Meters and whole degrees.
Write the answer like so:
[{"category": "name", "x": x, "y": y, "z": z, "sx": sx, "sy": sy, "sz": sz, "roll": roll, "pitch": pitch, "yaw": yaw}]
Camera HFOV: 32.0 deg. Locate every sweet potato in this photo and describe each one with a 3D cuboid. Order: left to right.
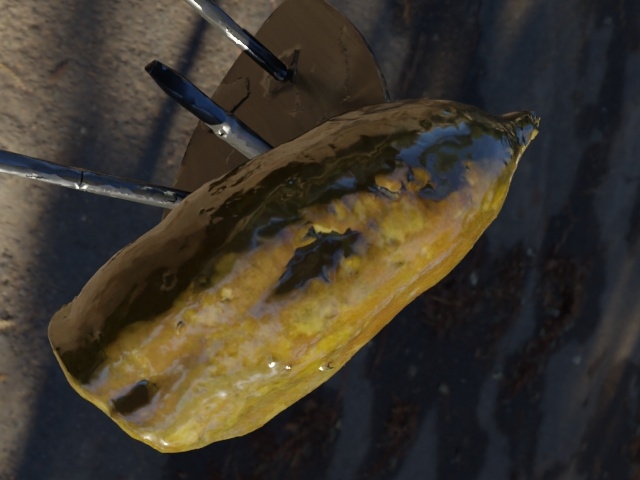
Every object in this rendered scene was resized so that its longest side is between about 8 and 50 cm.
[{"category": "sweet potato", "x": 0.000, "y": 0.000, "z": 0.758, "sx": 0.370, "sy": 0.158, "sz": 0.158, "roll": -37, "pitch": 143, "yaw": -4}]

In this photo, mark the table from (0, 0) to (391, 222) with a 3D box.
[{"category": "table", "x": -0.137, "y": -0.108, "z": 0.984, "sx": 0.249, "sy": 0.317, "sz": 0.317, "roll": 26, "pitch": 84, "yaw": -41}]
